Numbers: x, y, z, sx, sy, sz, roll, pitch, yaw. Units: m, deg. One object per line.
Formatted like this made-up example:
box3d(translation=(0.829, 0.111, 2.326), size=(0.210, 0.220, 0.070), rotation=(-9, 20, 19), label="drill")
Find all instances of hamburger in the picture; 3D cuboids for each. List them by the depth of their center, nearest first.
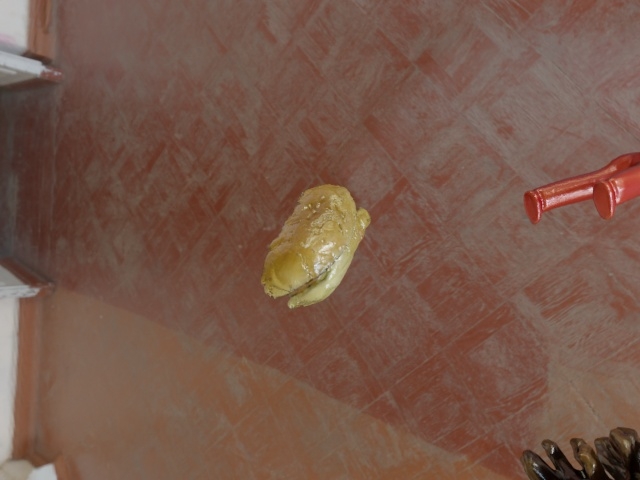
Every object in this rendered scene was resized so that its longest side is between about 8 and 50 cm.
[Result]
box3d(translation=(0.000, 0.000, 0.858), size=(0.131, 0.124, 0.262), rotation=(-16, 36, 46), label="hamburger")

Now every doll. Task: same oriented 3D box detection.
box3d(translation=(0.500, -0.106, 0.728), size=(0.188, 0.384, 0.099), rotation=(-178, 68, -74), label="doll")

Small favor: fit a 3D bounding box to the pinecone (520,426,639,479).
box3d(translation=(0.215, 0.216, 0.322), size=(0.212, 0.169, 0.185), rotation=(0, 108, 41), label="pinecone")
